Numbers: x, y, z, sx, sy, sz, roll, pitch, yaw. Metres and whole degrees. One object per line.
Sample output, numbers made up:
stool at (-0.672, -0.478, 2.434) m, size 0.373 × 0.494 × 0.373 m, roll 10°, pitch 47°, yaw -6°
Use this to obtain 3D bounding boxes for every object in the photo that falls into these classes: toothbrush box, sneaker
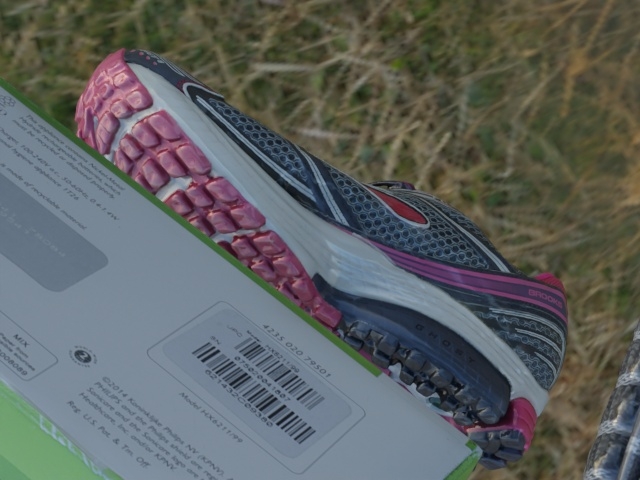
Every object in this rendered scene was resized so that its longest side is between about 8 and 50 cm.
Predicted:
toothbrush box at (-0.115, 0.122, 0.550) m, size 0.206 × 0.122 × 0.283 m, roll 37°, pitch 120°, yaw 12°
sneaker at (0.000, 0.000, 0.915) m, size 0.299 × 0.112 × 0.121 m, roll 38°, pitch 147°, yaw -13°

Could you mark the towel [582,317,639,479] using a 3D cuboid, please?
towel at (0.215, 0.081, 0.620) m, size 0.284 × 0.235 × 0.121 m, roll 40°, pitch 152°, yaw -27°
